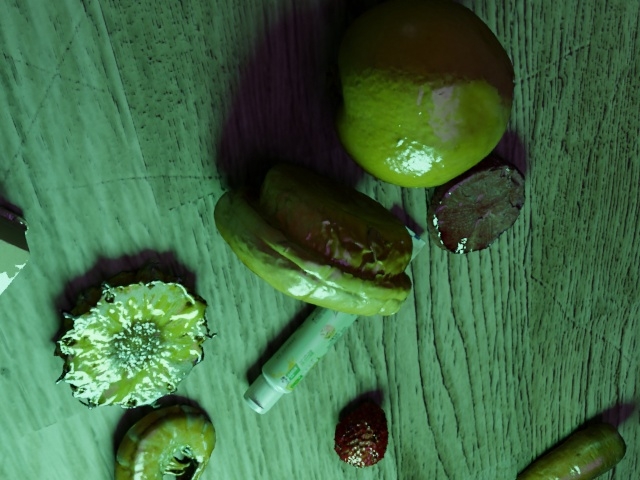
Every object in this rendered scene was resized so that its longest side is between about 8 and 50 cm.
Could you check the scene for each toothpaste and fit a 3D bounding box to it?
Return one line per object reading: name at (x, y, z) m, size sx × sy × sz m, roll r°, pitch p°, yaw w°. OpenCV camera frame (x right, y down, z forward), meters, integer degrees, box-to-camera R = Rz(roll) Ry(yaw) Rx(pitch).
toothpaste at (0.014, 0.104, 1.449) m, size 0.056 × 0.058 × 0.314 m, roll 42°, pitch 96°, yaw 1°

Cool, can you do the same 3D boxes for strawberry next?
strawberry at (0.063, 0.282, 1.600) m, size 0.083 × 0.083 × 0.096 m, roll 25°, pitch 76°, yaw -41°

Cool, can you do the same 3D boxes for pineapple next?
pineapple at (-0.229, 0.115, 1.324) m, size 0.221 × 0.047 × 0.221 m, roll -17°, pitch 129°, yaw -22°

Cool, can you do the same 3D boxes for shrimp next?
shrimp at (-0.217, 0.324, 1.479) m, size 0.150 × 0.068 × 0.248 m, roll 1°, pitch 119°, yaw -37°

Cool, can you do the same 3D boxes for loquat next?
loquat at (0.106, -0.164, 1.193) m, size 0.208 × 0.208 × 0.208 m, roll -16°, pitch 130°, yaw -19°

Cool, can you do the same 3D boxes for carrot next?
carrot at (0.428, 0.383, 1.883) m, size 0.193 × 0.087 × 0.087 m, roll -31°, pitch 134°, yaw -3°

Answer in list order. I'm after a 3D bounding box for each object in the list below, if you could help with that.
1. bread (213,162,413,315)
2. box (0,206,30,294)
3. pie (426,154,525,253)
bread at (0.001, 0.001, 1.258) m, size 0.236 × 0.198 × 0.120 m, roll 16°, pitch 109°, yaw -37°
box at (-0.367, 0.022, 1.156) m, size 0.122 × 0.062 × 0.089 m, roll -48°, pitch 133°, yaw 12°
pie at (0.203, -0.046, 1.450) m, size 0.154 × 0.036 × 0.154 m, roll -16°, pitch 131°, yaw -19°
